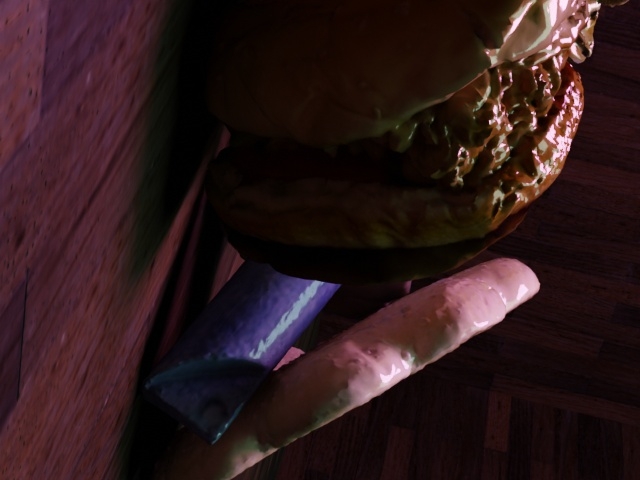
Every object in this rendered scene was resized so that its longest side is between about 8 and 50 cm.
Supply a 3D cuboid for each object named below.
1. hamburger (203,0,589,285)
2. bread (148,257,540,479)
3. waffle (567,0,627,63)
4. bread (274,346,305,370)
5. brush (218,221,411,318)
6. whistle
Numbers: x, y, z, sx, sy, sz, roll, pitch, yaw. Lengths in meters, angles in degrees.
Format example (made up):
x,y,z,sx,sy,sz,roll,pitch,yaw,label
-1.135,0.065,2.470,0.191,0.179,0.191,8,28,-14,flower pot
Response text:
x,y,z,sx,sy,sz,roll,pitch,yaw,label
0.039,-0.097,0.811,0.244,0.244,0.163,-73,154,-52,hamburger
0.009,0.098,0.991,0.054,0.316,0.316,61,0,4,bread
0.123,-0.242,1.058,0.297,0.317,0.073,104,-27,-47,waffle
-0.084,0.158,1.513,0.152,0.105,0.077,-13,121,-51,bread
0.006,-0.036,1.102,0.166,0.174,0.266,-64,-172,-18,brush
0.000,0.000,0.907,0.304,0.062,0.062,-50,166,-25,whistle
